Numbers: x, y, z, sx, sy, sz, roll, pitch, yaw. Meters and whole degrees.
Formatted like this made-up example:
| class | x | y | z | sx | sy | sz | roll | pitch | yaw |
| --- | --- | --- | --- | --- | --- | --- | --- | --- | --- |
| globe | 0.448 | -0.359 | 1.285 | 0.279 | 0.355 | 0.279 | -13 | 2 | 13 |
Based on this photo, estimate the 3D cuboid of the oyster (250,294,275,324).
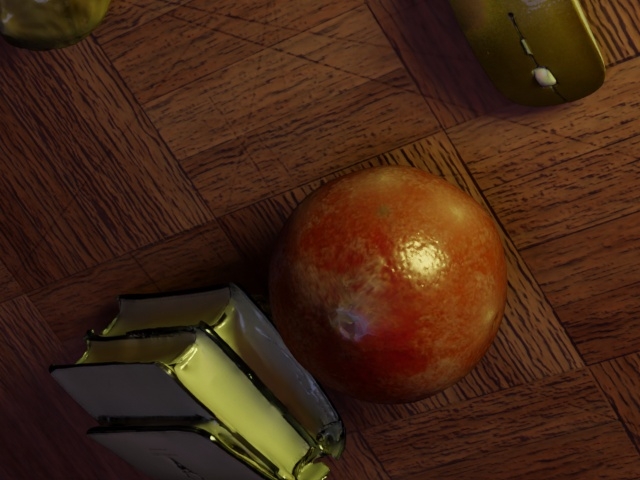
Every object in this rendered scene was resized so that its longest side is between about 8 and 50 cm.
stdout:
| class | x | y | z | sx | sy | sz | roll | pitch | yaw |
| --- | --- | --- | --- | --- | --- | --- | --- | --- | --- |
| oyster | -0.071 | 0.107 | 2.157 | 0.177 | 0.064 | 0.125 | 16 | 143 | 1 |

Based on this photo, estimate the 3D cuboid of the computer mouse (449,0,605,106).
| class | x | y | z | sx | sy | sz | roll | pitch | yaw |
| --- | --- | --- | --- | --- | --- | --- | --- | --- | --- |
| computer mouse | 0.201 | -0.238 | 1.789 | 0.126 | 0.056 | 0.245 | -12 | 118 | 31 |

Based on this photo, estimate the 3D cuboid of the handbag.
| class | x | y | z | sx | sy | sz | roll | pitch | yaw |
| --- | --- | --- | --- | --- | --- | --- | --- | --- | --- |
| handbag | -0.150 | 0.190 | 2.104 | 0.236 | 0.160 | 0.358 | 48 | 156 | -18 |

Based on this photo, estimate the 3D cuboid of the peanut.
| class | x | y | z | sx | sy | sz | roll | pitch | yaw |
| --- | --- | --- | --- | --- | --- | --- | --- | --- | --- |
| peanut | -0.299 | -0.282 | 1.956 | 0.159 | 0.109 | 0.140 | -16 | 126 | 20 |

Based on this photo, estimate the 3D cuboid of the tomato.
| class | x | y | z | sx | sy | sz | roll | pitch | yaw |
| --- | --- | --- | --- | --- | --- | --- | --- | --- | --- |
| tomato | 0.072 | 0.052 | 1.928 | 0.265 | 0.265 | 0.264 | 12 | 127 | 17 |
